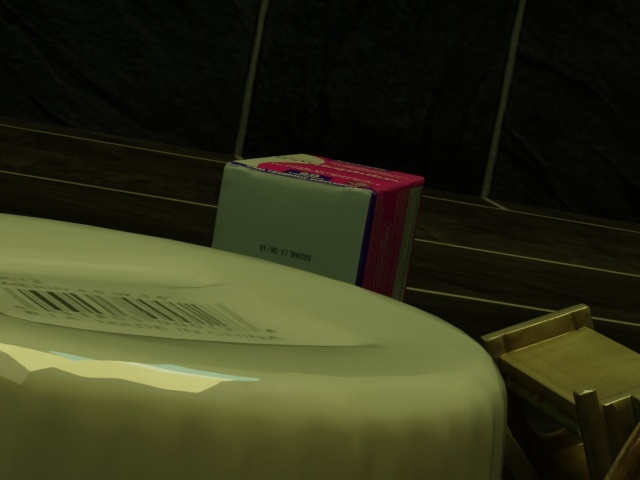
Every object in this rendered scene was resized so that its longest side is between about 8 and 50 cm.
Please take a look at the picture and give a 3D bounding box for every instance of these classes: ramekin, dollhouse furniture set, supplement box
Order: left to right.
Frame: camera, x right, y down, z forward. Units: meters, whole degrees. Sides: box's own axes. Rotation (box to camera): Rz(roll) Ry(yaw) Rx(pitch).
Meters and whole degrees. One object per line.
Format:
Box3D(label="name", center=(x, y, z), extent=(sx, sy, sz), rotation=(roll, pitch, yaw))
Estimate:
Box3D(label="ramekin", center=(-0.073, 0.077, 0.569), extent=(0.277, 0.135, 0.277), rotation=(10, 8, -1))
Box3D(label="supplement box", center=(0.000, 0.000, 1.368), extent=(0.111, 0.114, 0.220), rotation=(11, 5, 11))
Box3D(label="dollhouse furniture set", center=(0.096, 0.117, 0.814), extent=(0.161, 0.101, 0.182), rotation=(-17, 16, -14))

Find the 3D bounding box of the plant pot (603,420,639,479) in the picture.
Box3D(label="plant pot", center=(0.156, 0.126, 0.468), extent=(0.165, 0.167, 0.167), rotation=(22, 12, 29))
